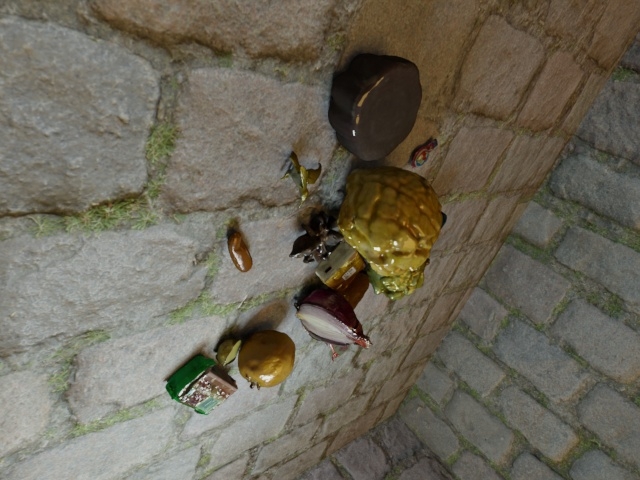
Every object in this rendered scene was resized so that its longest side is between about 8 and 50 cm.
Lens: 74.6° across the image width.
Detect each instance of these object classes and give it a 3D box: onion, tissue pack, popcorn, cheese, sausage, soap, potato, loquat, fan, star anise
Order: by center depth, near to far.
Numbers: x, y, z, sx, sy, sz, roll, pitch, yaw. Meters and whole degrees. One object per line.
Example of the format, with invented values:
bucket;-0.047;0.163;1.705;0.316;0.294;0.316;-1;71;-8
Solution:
sausage;-0.254;0.039;1.312;0.183;0.054;0.062;75;31;-49
popcorn;0.242;-0.086;1.448;0.353;0.390;0.344;-36;132;3
star anise;0.003;0.001;1.508;0.199;0.110;0.257;-61;148;0
potato;-0.341;0.398;1.563;0.103;0.066;0.096;-63;168;6
soap;-0.438;0.552;1.576;0.217;0.098;0.273;-40;145;-11
loquat;-0.208;0.448;1.620;0.238;0.238;0.193;-32;136;-22
cheese;0.413;-0.345;1.676;0.145;0.038;0.095;-46;146;-2
tissue pack;0.085;0.107;1.696;0.183;0.092;0.226;-43;154;0
onion;0.079;0.318;1.734;0.159;0.348;0.267;-56;157;-35
popcorn;0.322;0.103;1.819;0.274;0.336;0.279;-33;111;16
fan;0.147;0.604;2.346;0.182;0.010;0.310;-48;145;0

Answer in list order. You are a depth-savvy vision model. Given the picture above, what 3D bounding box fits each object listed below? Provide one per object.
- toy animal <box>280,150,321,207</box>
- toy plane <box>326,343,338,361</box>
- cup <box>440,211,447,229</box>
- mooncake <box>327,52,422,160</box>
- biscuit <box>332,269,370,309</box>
toy animal;-0.067;-0.182;1.268;0.155;0.095;0.219;-66;173;24
toy plane;0.043;0.471;1.978;0.077;0.194;0.126;-22;168;-2
cup;0.475;-0.094;1.902;0.150;0.138;0.113;-50;146;3
mooncake;0.156;-0.395;1.244;0.305;0.154;0.306;-29;140;-27
biscuit;0.125;0.242;1.931;0.257;0.049;0.273;-2;126;-50
